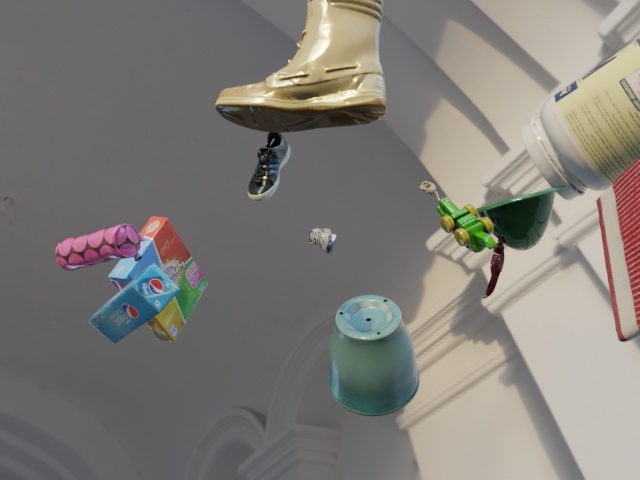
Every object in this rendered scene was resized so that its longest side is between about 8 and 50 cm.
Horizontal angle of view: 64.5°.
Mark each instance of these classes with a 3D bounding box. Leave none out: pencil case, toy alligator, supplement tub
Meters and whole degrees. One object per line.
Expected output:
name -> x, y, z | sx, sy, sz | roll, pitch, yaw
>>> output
pencil case -> -0.532, 0.019, 1.223 | 0.209, 0.098, 0.095 | -9, -76, 23
toy alligator -> 0.225, -0.032, 0.838 | 0.056, 0.190, 0.051 | -25, -46, -11
supplement tub -> 0.614, -0.248, 1.044 | 0.235, 0.236, 0.324 | 26, -45, -33

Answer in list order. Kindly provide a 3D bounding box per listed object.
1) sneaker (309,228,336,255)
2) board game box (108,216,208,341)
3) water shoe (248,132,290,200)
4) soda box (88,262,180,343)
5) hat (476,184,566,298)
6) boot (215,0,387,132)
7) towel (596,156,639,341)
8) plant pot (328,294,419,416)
sneaker -> 0.000, 0.000, 1.216 | 0.057, 0.135, 0.052 | 11, -82, -13
board game box -> -0.483, 0.123, 1.557 | 0.064, 0.242, 0.317 | 4, -41, 22
water shoe -> -0.134, -0.183, 1.217 | 0.072, 0.203, 0.080 | -1, -41, 22
soda box -> -0.358, 0.124, 0.966 | 0.071, 0.067, 0.210 | 47, -48, -13
hat -> 0.371, 0.012, 0.918 | 0.172, 0.184, 0.208 | -15, -1, 11
boot -> -0.030, -0.280, 0.782 | 0.261, 0.204, 0.095 | -1, -10, 12
towel -> 0.431, -0.050, 0.546 | 0.037, 0.237, 0.329 | 17, -34, -4
plant pot -> 0.142, 0.307, 1.443 | 0.271, 0.272, 0.255 | -10, -57, -2
